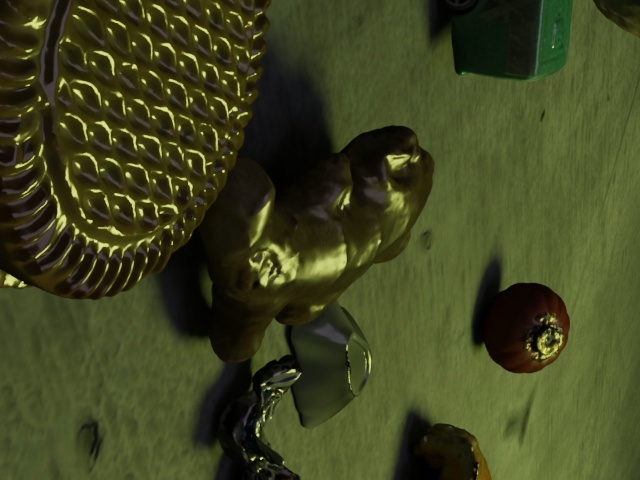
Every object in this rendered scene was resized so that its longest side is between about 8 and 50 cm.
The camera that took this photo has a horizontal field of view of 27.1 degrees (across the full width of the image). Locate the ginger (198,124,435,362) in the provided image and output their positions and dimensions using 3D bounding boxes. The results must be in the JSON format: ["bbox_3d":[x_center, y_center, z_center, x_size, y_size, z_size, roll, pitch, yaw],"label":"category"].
[{"bbox_3d":[0.001,-0.001,0.892,0.333,0.080,0.166,-32,147,-63],"label":"ginger"}]

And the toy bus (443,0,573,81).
[{"bbox_3d":[0.161,-0.264,1.089,0.091,0.109,0.261,-30,129,-51],"label":"toy bus"}]

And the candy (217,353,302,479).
[{"bbox_3d":[-0.033,0.188,0.972,0.094,0.051,0.226,-47,143,-52],"label":"candy"}]

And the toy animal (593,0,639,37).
[{"bbox_3d":[0.289,-0.317,1.167,0.226,0.188,0.358,27,51,-70],"label":"toy animal"}]

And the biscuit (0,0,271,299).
[{"bbox_3d":[-0.109,-0.092,0.620,0.259,0.079,0.259,-46,144,-49],"label":"biscuit"}]

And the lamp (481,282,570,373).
[{"bbox_3d":[0.221,0.094,1.428,0.101,0.090,0.101,-9,110,-26],"label":"lamp"}]

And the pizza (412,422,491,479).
[{"bbox_3d":[0.137,0.324,1.388,0.365,0.074,0.182,75,35,-48],"label":"pizza"}]

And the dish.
[{"bbox_3d":[0.014,0.089,1.033,0.091,0.039,0.137,-60,152,-32],"label":"dish"}]
